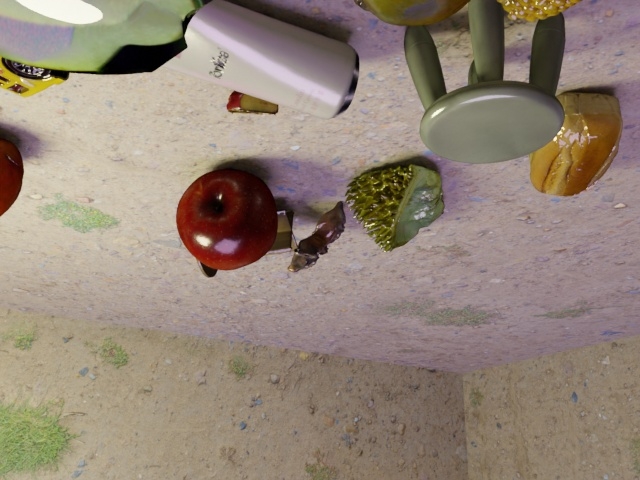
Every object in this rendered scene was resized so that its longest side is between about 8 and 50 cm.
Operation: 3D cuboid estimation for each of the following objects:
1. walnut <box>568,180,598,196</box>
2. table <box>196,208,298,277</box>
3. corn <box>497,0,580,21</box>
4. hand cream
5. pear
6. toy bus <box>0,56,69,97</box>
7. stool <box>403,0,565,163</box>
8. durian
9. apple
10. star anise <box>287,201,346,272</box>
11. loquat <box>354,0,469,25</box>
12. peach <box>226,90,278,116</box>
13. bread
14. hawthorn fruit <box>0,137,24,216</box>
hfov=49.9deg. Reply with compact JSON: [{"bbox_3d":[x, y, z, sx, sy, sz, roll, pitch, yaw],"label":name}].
[{"bbox_3d":[0.513,-0.141,1.399,0.121,0.052,0.091,-21,108,37],"label":"walnut"},{"bbox_3d":[-0.174,-0.008,1.660,0.227,0.167,0.167,-9,157,10],"label":"table"},{"bbox_3d":[0.330,-0.373,0.716,0.144,0.143,0.387,9,162,-19],"label":"corn"},{"bbox_3d":[-0.121,-0.281,1.019,0.359,0.117,0.185,14,156,-15],"label":"hand cream"},{"bbox_3d":[-0.278,-0.361,0.726,0.399,0.165,0.399,1,159,0],"label":"pear"},{"bbox_3d":[-0.491,-0.313,0.888,0.151,0.145,0.331,-14,155,37],"label":"toy bus"},{"bbox_3d":[0.234,-0.236,0.987,0.195,0.198,0.195,13,154,-31],"label":"stool"},{"bbox_3d":[0.174,-0.082,1.567,0.198,0.163,0.394,-42,156,2],"label":"durian"},{"bbox_3d":[-0.198,-0.044,1.472,0.218,0.218,0.201,-4,167,13],"label":"apple"},{"bbox_3d":[-0.005,0.010,1.657,0.063,0.208,0.171,37,150,8],"label":"star anise"},{"bbox_3d":[0.125,-0.333,0.821,0.195,0.152,0.152,-19,152,26],"label":"loquat"},{"bbox_3d":[-0.116,-0.241,1.185,0.083,0.050,0.077,7,-177,10],"label":"peach"},{"bbox_3d":[0.458,-0.166,1.252,0.140,0.106,0.236,3,153,5],"label":"bread"},{"bbox_3d":[-0.683,-0.112,1.342,0.185,0.202,0.185,9,158,4],"label":"hawthorn fruit"}]
